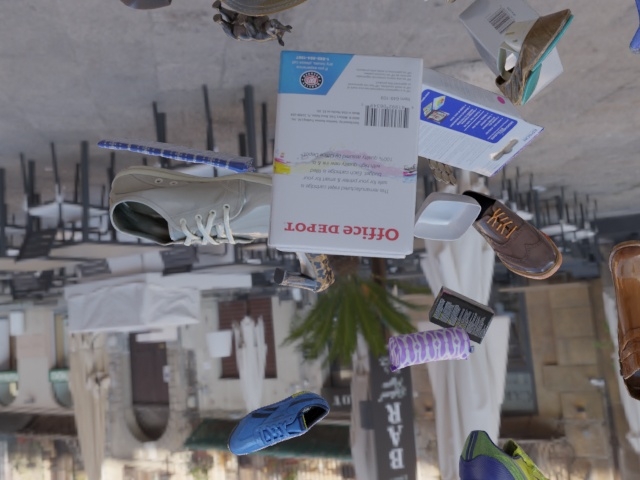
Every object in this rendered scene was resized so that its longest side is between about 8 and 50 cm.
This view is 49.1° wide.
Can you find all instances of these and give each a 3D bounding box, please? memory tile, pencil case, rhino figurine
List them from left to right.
[{"bbox_3d":[-0.157,-0.520,1.692,0.243,0.073,0.106,21,171,37],"label":"rhino figurine"},{"bbox_3d":[0.274,0.270,1.757,0.206,0.088,0.086,-5,-157,-11],"label":"pencil case"},{"bbox_3d":[0.346,-0.229,2.067,0.113,0.148,0.012,9,143,-46],"label":"memory tile"}]

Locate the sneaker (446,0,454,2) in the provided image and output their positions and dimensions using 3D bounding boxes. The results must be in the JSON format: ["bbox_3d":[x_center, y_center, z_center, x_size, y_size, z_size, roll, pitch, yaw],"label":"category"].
[{"bbox_3d":[0.334,-0.766,1.966,0.227,0.087,0.130,23,155,-25],"label":"sneaker"}]

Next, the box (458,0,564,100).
[{"bbox_3d":[0.587,-0.596,2.132,0.168,0.215,0.345,-40,156,14],"label":"box"}]

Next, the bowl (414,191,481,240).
[{"bbox_3d":[0.293,-0.064,1.671,0.142,0.053,0.142,4,140,-19],"label":"bowl"}]

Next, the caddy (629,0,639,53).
[{"bbox_3d":[0.612,-0.367,1.182,0.179,0.241,0.341,-27,172,31],"label":"caddy"}]

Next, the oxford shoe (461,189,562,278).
[{"bbox_3d":[0.489,-0.021,1.858,0.133,0.130,0.364,37,-174,-37],"label":"oxford shoe"}]

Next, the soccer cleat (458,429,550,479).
[{"bbox_3d":[0.323,0.380,1.098,0.289,0.121,0.093,32,143,-33],"label":"soccer cleat"}]

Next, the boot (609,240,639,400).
[{"bbox_3d":[0.437,0.110,0.956,0.073,0.152,0.197,-5,133,30],"label":"boot"}]

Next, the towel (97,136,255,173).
[{"bbox_3d":[-0.325,-0.198,1.651,0.336,0.040,0.243,9,-171,-3],"label":"towel"}]

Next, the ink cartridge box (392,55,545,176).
[{"bbox_3d":[0.255,-0.240,1.418,0.371,0.069,0.176,14,141,-25],"label":"ink cartridge box"}]

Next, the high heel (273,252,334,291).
[{"bbox_3d":[0.000,0.000,1.715,0.186,0.261,0.093,13,-167,-46],"label":"high heel"}]

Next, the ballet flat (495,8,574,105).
[{"bbox_3d":[0.490,-0.450,1.680,0.124,0.116,0.342,35,166,11],"label":"ballet flat"}]

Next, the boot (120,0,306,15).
[{"bbox_3d":[-0.126,-0.404,0.938,0.283,0.220,0.109,-4,144,13],"label":"boot"}]

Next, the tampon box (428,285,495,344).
[{"bbox_3d":[0.410,0.215,2.047,0.161,0.101,0.120,24,-173,4],"label":"tampon box"}]

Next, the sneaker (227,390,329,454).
[{"bbox_3d":[-0.079,0.358,1.362,0.209,0.069,0.082,-22,-167,-22],"label":"sneaker"}]

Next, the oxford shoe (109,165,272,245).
[{"bbox_3d":[-0.202,-0.046,1.333,0.449,0.130,0.169,6,139,12],"label":"oxford shoe"}]

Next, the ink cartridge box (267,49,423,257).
[{"bbox_3d":[0.035,-0.113,1.028,0.198,0.270,0.197,4,177,1],"label":"ink cartridge box"}]
